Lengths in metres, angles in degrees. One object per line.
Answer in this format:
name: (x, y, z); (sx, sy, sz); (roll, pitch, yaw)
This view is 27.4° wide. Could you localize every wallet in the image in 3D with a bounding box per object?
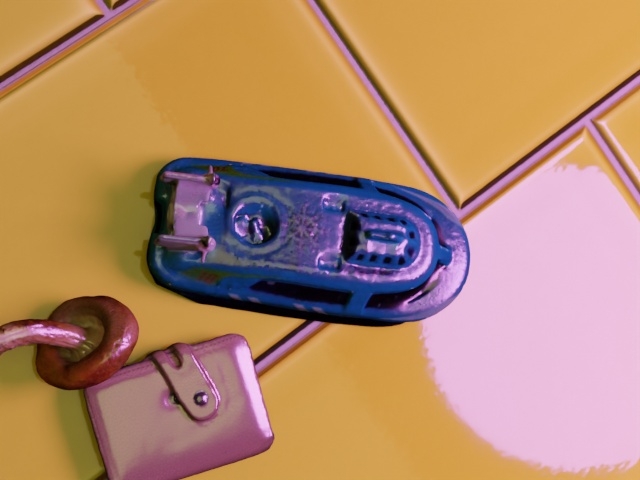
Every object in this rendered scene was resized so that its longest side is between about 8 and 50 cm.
wallet: (-0.122, 0.149, 1.142); (0.152, 0.039, 0.118); (-17, 92, -15)

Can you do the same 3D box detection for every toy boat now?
toy boat: (0.000, 0.000, 1.164); (0.298, 0.092, 0.134); (7, 80, -14)

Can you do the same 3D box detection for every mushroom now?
mushroom: (-0.219, 0.087, 1.099); (0.129, 0.073, 0.088); (-5, 54, -20)
